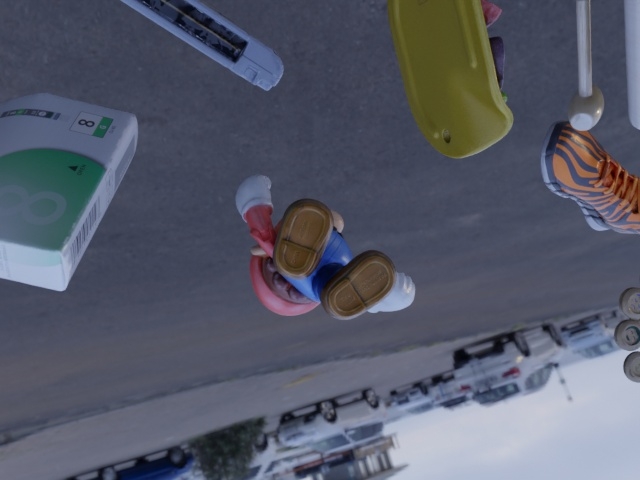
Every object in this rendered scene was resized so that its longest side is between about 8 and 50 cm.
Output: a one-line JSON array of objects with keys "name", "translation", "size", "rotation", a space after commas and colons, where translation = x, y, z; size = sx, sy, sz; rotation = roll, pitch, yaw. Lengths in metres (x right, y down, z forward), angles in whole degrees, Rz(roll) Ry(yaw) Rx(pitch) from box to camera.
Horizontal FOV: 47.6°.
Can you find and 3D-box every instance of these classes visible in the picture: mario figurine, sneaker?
[{"name": "mario figurine", "translation": [0.000, 0.000, 0.865], "size": [0.170, 0.198, 0.320], "rotation": [-15, -178, -11]}, {"name": "sneaker", "translation": [0.501, -0.097, 1.197], "size": [0.321, 0.125, 0.180], "rotation": [28, 173, -42]}]

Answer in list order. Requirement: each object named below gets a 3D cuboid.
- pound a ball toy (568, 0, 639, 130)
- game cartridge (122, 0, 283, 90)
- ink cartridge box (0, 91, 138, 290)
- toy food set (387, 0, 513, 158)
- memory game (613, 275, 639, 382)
[{"name": "pound a ball toy", "translation": [0.388, -0.237, 0.859], "size": [0.208, 0.136, 0.319], "rotation": [5, 145, 27]}, {"name": "game cartridge", "translation": [-0.183, -0.300, 0.940], "size": [0.060, 0.294, 0.196], "rotation": [-57, -163, 8]}, {"name": "ink cartridge box", "translation": [-0.283, -0.061, 0.586], "size": [0.224, 0.181, 0.056], "rotation": [14, 134, -5]}, {"name": "toy food set", "translation": [0.115, -0.180, 0.583], "size": [0.071, 0.218, 0.128], "rotation": [-18, -171, -20]}, {"name": "memory game", "translation": [0.429, 0.107, 0.849], "size": [0.186, 0.186, 0.012], "rotation": [-15, -179, -11]}]
